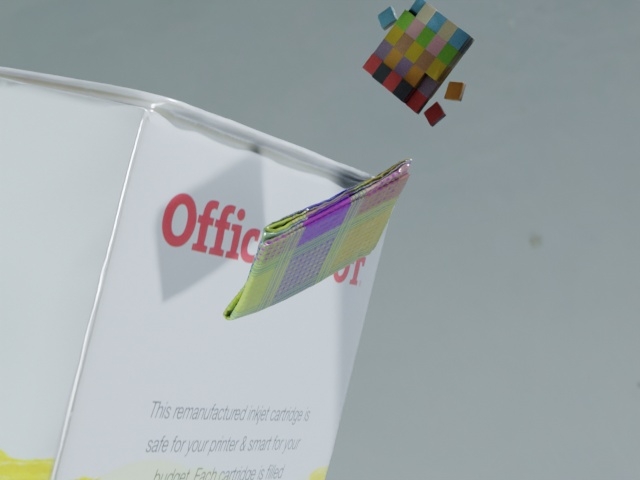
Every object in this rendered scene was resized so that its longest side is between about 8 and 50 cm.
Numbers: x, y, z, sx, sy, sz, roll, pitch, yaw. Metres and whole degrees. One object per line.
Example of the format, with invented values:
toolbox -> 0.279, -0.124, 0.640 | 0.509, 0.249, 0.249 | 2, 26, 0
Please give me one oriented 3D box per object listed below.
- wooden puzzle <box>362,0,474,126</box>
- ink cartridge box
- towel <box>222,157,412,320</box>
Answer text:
wooden puzzle -> 0.052, -0.098, 0.867 | 0.049, 0.006, 0.083 | -53, 48, 9
ink cartridge box -> -0.122, 0.125, 0.804 | 0.160, 0.279, 0.384 | 14, 89, 25
towel -> 0.000, 0.000, 0.651 | 0.083, 0.060, 0.009 | -28, 67, -35
